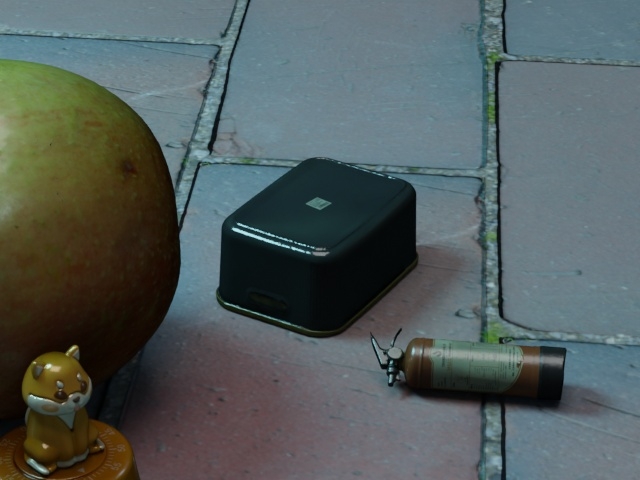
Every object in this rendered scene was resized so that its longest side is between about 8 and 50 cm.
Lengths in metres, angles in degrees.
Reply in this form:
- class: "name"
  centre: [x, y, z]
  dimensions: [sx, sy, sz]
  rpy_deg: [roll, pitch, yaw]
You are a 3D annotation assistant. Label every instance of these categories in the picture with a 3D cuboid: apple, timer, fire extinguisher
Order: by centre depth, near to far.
- class: "timer"
  centre: [-0.206, 0.154, 1.442]
  dimensions: [0.132, 0.152, 0.132]
  rpy_deg: [1, 29, -1]
- class: "apple"
  centre: [-0.264, -0.006, 1.574]
  dimensions: [0.277, 0.319, 0.319]
  rpy_deg: [-18, 34, -26]
- class: "fire extinguisher"
  centre: [0.130, 0.110, 1.642]
  dimensions: [0.177, 0.050, 0.062]
  rpy_deg: [5, 55, 5]

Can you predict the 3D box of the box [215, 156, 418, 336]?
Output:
- class: "box"
  centre: [0.000, 0.000, 1.797]
  dimensions: [0.144, 0.090, 0.201]
  rpy_deg: [18, 33, 26]
